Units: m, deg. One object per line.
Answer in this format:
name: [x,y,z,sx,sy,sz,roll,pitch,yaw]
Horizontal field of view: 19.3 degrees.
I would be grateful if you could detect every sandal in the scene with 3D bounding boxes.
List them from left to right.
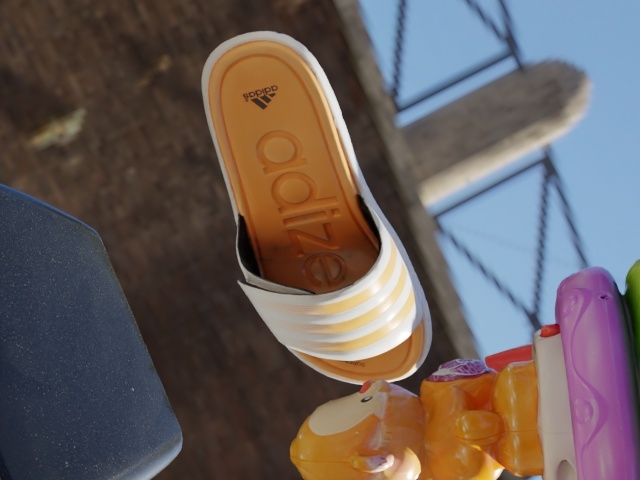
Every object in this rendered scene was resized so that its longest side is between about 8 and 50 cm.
sandal: [-0.010,0.002,1.128,0.076,0.102,0.265,-87,158,-54]

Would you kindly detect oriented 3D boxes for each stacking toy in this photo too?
stacking toy: [0.138,0.062,0.702,0.175,0.302,0.165,-72,156,-79]

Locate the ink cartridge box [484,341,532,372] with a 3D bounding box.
ink cartridge box: [0.217,0.094,1.346,0.134,0.231,0.078,-21,-95,58]

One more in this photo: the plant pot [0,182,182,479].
plant pot: [-0.180,0.076,0.892,0.167,0.187,0.188,-7,68,-57]
